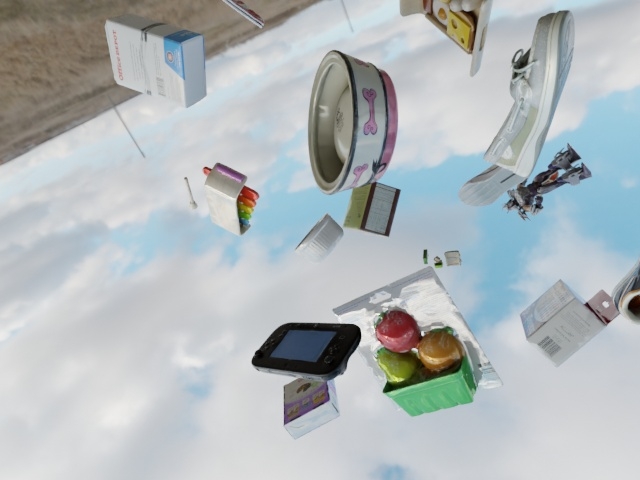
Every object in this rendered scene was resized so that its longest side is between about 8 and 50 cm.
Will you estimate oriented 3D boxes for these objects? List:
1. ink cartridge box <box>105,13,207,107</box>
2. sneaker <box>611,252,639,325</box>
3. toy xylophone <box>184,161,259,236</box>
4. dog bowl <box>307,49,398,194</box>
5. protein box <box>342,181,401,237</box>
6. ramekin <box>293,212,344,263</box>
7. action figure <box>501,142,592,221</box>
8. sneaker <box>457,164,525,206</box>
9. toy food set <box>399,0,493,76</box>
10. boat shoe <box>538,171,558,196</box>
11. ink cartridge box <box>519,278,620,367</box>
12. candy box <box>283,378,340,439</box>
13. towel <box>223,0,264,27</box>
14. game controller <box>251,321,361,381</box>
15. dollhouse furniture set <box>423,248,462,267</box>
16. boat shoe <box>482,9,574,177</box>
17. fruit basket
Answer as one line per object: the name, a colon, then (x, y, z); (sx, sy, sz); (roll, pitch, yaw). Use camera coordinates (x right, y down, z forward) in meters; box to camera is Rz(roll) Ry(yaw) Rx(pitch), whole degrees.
ink cartridge box: (-0.347, -0.386, 0.980); (0.191, 0.139, 0.082); (23, -136, 15)
sneaker: (0.874, 0.079, 1.167); (0.126, 0.320, 0.127); (15, -150, 8)
toy xylophone: (-0.329, -0.134, 1.523); (0.081, 0.236, 0.322); (-59, 179, -28)
dog bowl: (0.088, -0.338, 1.353); (0.151, 0.407, 0.408); (-2, -160, -17)
protein box: (0.208, -0.128, 1.894); (0.200, 0.136, 0.201); (-168, -87, -72)
ramekin: (0.000, 0.000, 1.822); (0.207, 0.109, 0.207); (-49, -176, 5)
action figure: (0.712, -0.180, 1.491); (0.285, 0.099, 0.185); (-39, -130, 32)
sneaker: (0.493, -0.172, 1.276); (0.091, 0.094, 0.258); (-50, -172, -27)
toy food set: (0.291, -0.564, 1.111); (0.093, 0.219, 0.306); (-31, -117, -4)
boat shoe: (0.964, -0.244, 1.955); (0.137, 0.049, 0.043); (-55, 163, 21)
ink cartridge box: (0.831, 0.246, 1.548); (0.271, 0.130, 0.309); (-49, 170, 18)
candy box: (-0.033, 0.507, 1.459); (0.165, 0.070, 0.196); (-30, -162, 6)
towel: (-0.384, -1.002, 1.858); (0.037, 0.237, 0.329); (-50, -120, 20)
game controller: (-0.041, 0.274, 1.163); (0.319, 0.067, 0.166); (-8, -141, 44)
dollhouse furniture set: (0.496, 0.064, 1.861); (0.152, 0.076, 0.058); (-7, -145, 22)
boat shoe: (0.352, -0.237, 0.791); (0.103, 0.320, 0.118); (20, -115, 22)
fruit basket: (0.246, 0.269, 1.204); (0.327, 0.352, 0.165); (-31, 179, 33)
